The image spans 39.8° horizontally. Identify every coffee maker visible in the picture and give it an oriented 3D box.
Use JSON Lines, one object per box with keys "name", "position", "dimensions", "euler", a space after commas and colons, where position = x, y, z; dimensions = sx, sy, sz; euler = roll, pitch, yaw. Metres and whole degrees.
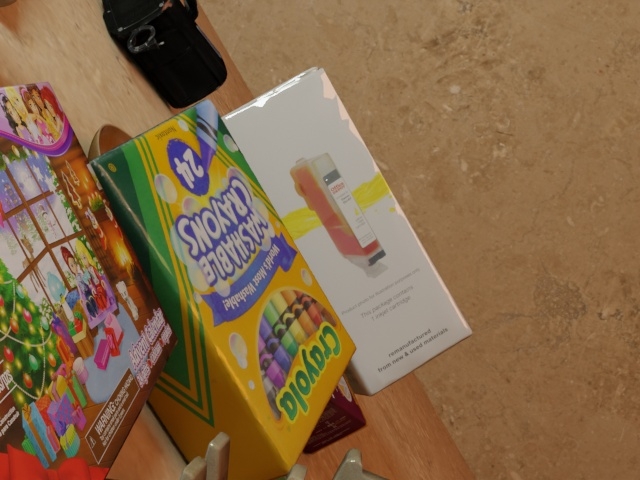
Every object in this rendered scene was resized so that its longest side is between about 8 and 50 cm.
{"name": "coffee maker", "position": [-0.224, -0.275, 1.273], "dimensions": [0.178, 0.120, 0.171], "euler": [52, 34, -51]}

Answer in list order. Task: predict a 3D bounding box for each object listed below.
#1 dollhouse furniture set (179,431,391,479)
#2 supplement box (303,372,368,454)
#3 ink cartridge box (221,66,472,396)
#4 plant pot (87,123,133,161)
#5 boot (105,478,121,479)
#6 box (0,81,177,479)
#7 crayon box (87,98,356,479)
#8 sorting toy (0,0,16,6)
{"name": "dollhouse furniture set", "position": [0.031, 0.233, 0.561], "dimensions": [0.262, 0.135, 0.259], "euler": [21, 0, 4]}
{"name": "supplement box", "position": [-0.024, 0.161, 0.974], "dimensions": [0.104, 0.081, 0.188], "euler": [64, 7, 26]}
{"name": "ink cartridge box", "position": [0.000, 0.000, 1.189], "dimensions": [0.384, 0.160, 0.279], "euler": [61, -14, 0]}
{"name": "plant pot", "position": [-0.159, -0.003, 0.859], "dimensions": [0.236, 0.032, 0.236], "euler": [60, 7, -12]}
{"name": "boot", "position": [-0.108, 0.160, 0.402], "dimensions": [0.158, 0.085, 0.059], "euler": [30, -67, 56]}
{"name": "box", "position": [-0.165, 0.024, 0.466], "dimensions": [0.293, 0.057, 0.200], "euler": [-87, 153, -77]}
{"name": "crayon box", "position": [-0.078, 0.059, 0.736], "dimensions": [0.323, 0.083, 0.203], "euler": [60, 25, -11]}
{"name": "sorting toy", "position": [-0.333, -0.378, 0.738], "dimensions": [0.307, 0.041, 0.229], "euler": [53, 30, -53]}
